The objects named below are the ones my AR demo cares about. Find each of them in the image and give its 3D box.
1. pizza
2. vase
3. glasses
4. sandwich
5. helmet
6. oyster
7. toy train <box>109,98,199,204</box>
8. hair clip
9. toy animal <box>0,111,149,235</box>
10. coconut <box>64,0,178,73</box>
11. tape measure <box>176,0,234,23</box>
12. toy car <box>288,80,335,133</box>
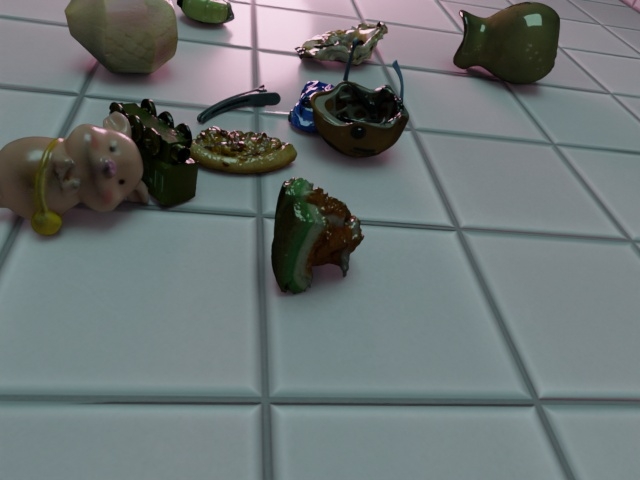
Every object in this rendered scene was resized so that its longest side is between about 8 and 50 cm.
[{"bbox_3d":[-0.171,-0.188,1.148,0.246,0.058,0.127,11,39,-5],"label":"pizza"},{"bbox_3d":[0.587,-0.624,1.778,0.302,0.241,0.329,6,9,13],"label":"vase"},{"bbox_3d":[0.115,-0.374,1.350,0.189,0.220,0.088,40,80,20],"label":"glasses"},{"bbox_3d":[0.000,-0.006,0.881,0.159,0.185,0.109,-4,49,-14],"label":"sandwich"},{"bbox_3d":[0.085,-0.261,1.248,0.224,0.130,0.198,-4,40,-8],"label":"helmet"},{"bbox_3d":[0.083,-0.585,1.675,0.354,0.107,0.201,-29,33,-25],"label":"oyster"},{"bbox_3d":[-0.318,-0.173,1.033,0.090,0.137,0.225,-20,44,-42],"label":"toy train"},{"bbox_3d":[-0.205,-0.322,1.325,0.229,0.039,0.070,-29,54,-33],"label":"hair clip"},{"bbox_3d":[-0.420,-0.106,0.915,0.248,0.165,0.149,-14,27,-20],"label":"toy animal"},{"bbox_3d":[-0.480,-0.524,1.334,0.259,0.259,0.259,7,39,-6],"label":"coconut"},{"bbox_3d":[-0.360,-0.723,1.714,0.177,0.088,0.154,21,28,8],"label":"tape measure"},{"bbox_3d":[-0.012,-0.332,1.358,0.103,0.063,0.216,15,39,2],"label":"toy car"}]
